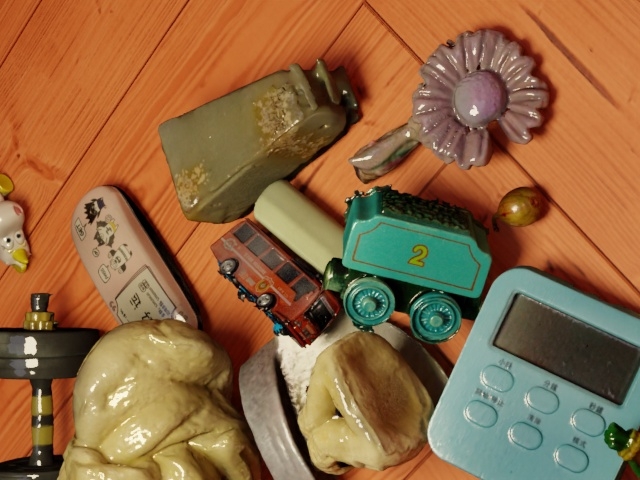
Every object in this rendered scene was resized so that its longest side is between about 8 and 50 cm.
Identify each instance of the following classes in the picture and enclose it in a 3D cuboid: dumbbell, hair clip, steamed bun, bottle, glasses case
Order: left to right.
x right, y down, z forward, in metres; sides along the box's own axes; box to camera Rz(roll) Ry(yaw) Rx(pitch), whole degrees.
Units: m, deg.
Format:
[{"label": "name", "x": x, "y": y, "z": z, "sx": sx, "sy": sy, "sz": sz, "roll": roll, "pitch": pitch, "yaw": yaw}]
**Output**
[{"label": "dumbbell", "x": -0.428, "y": 0.275, "z": 2.045, "sx": 0.185, "sy": 0.185, "sz": 0.388, "roll": 0, "pitch": 90, "yaw": 36}, {"label": "glasses case", "x": -0.279, "y": 0.052, "z": 2.002, "sx": 0.122, "sy": 0.075, "sz": 0.314, "roll": -47, "pitch": 65, "yaw": 29}, {"label": "steamed bun", "x": -0.209, "y": 0.301, "z": 1.812, "sx": 0.230, "sy": 0.325, "sz": 0.372, "roll": 7, "pitch": 78, "yaw": 29}, {"label": "bottle", "x": 0.000, "y": 0.000, "z": 1.804, "sx": 0.201, "sy": 0.072, "sz": 0.072, "roll": 39, "pitch": 112, "yaw": 28}, {"label": "steamed bun", "x": 0.038, "y": 0.219, "z": 1.651, "sx": 0.155, "sy": 0.141, "sz": 0.172, "roll": -42, "pitch": 72, "yaw": 38}, {"label": "hair clip", "x": 0.146, "y": -0.151, "z": 1.700, "sx": 0.300, "sy": 0.069, "sz": 0.173, "roll": -30, "pitch": 73, "yaw": 32}]

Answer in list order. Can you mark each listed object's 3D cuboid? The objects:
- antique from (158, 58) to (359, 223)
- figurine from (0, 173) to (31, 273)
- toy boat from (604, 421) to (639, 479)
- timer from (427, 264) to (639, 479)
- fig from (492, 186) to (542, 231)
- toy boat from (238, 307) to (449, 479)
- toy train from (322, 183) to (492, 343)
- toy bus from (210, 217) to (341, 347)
[{"label": "antique", "x": -0.077, "y": -0.146, "z": 1.825, "sx": 0.284, "sy": 0.125, "sz": 0.150, "roll": -29, "pitch": 74, "yaw": 32}, {"label": "figurine", "x": -0.526, "y": -0.025, "z": 2.182, "sx": 0.178, "sy": 0.109, "sz": 0.129, "roll": 39, "pitch": 138, "yaw": 29}, {"label": "toy boat", "x": 0.421, "y": 0.272, "z": 1.478, "sx": 0.229, "sy": 0.088, "sz": 0.089, "roll": 34, "pitch": 113, "yaw": 20}, {"label": "timer", "x": 0.271, "y": 0.177, "z": 1.575, "sx": 0.232, "sy": 0.091, "sz": 0.250, "roll": 24, "pitch": 101, "yaw": 19}, {"label": "fig", "x": 0.239, "y": -0.035, "z": 1.653, "sx": 0.083, "sy": 0.050, "sz": 0.050, "roll": -36, "pitch": 69, "yaw": 51}, {"label": "toy boat", "x": 0.020, "y": 0.209, "z": 1.784, "sx": 0.293, "sy": 0.111, "sz": 0.276, "roll": -45, "pitch": 65, "yaw": 13}, {"label": "toy train", "x": 0.112, "y": 0.029, "z": 1.656, "sx": 0.203, "sy": 0.112, "sz": 0.163, "roll": 13, "pitch": 113, "yaw": -6}, {"label": "toy bus", "x": -0.065, "y": 0.056, "z": 1.806, "sx": 0.096, "sy": 0.073, "sz": 0.235, "roll": -44, "pitch": 43, "yaw": -8}]
